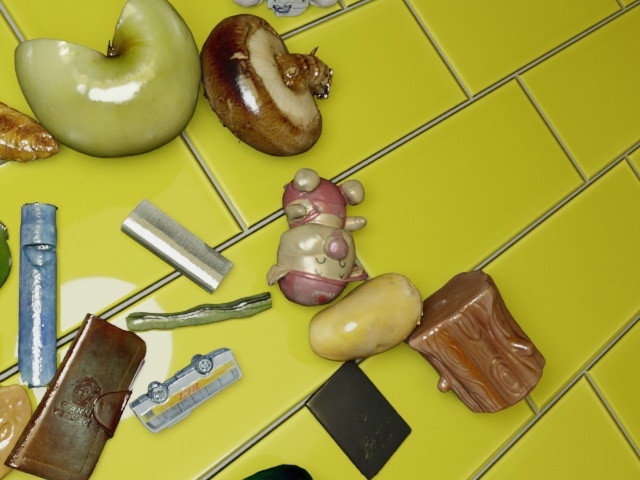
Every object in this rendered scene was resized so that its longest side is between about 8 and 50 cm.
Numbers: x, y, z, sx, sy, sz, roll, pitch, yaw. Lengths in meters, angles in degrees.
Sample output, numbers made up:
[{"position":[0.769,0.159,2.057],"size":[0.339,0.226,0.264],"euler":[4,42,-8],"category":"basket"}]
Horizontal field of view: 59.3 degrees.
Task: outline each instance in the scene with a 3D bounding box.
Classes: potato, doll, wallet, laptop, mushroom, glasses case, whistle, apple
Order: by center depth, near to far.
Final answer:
[{"position":[-0.381,0.259,0.918],"size":[0.137,0.031,0.256],"euler":[35,65,-30],"category":"wallet"},{"position":[-0.472,0.089,0.941],"size":[0.062,0.062,0.305],"euler":[-1,76,-19],"category":"whistle"},{"position":[-0.341,-0.261,0.970],"size":[0.295,0.258,0.234],"euler":[-31,88,-20],"category":"apple"},{"position":[-0.263,0.012,1.039],"size":[0.204,0.047,0.071],"euler":[37,67,-6],"category":"glasses case"},{"position":[0.086,0.149,1.058],"size":[0.233,0.150,0.146],"euler":[-31,60,-16],"category":"potato"},{"position":[0.000,-0.001,1.079],"size":[0.195,0.152,0.256],"euler":[4,79,-4],"category":"doll"},{"position":[0.075,0.343,1.089],"size":[0.135,0.016,0.197],"euler":[-40,93,-24],"category":"laptop"},{"position":[-0.106,-0.298,1.093],"size":[0.278,0.163,0.297],"euler":[-16,81,-43],"category":"mushroom"}]

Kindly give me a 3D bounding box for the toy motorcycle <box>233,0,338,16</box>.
[{"position":[-0.078,-0.558,1.234],"size":[0.254,0.112,0.113],"euler":[-8,79,-19],"category":"toy motorcycle"}]

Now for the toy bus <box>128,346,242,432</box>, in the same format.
[{"position":[-0.232,0.256,0.981],"size":[0.190,0.064,0.075],"euler":[-32,100,-23],"category":"toy bus"}]

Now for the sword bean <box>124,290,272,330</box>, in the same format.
[{"position":[-0.216,0.132,1.030],"size":[0.269,0.038,0.043],"euler":[-6,66,-20],"category":"sword bean"}]

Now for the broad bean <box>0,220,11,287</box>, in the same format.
[{"position":[-0.621,0.079,0.902],"size":[0.292,0.049,0.144],"euler":[-39,85,-25],"category":"broad bean"}]

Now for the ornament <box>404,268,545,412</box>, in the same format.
[{"position":[0.310,0.199,1.106],"size":[0.218,0.221,0.235],"euler":[51,45,-6],"category":"ornament"}]

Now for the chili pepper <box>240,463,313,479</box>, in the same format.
[{"position":[-0.071,0.498,0.886],"size":[0.256,0.248,0.234],"euler":[-32,111,-24],"category":"chili pepper"}]

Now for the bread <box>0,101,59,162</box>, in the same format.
[{"position":[-0.564,-0.187,0.971],"size":[0.232,0.076,0.105],"euler":[23,58,-5],"category":"bread"}]

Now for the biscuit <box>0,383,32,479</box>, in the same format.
[{"position":[-0.594,0.275,0.803],"size":[0.312,0.057,0.351],"euler":[49,52,-22],"category":"biscuit"}]
